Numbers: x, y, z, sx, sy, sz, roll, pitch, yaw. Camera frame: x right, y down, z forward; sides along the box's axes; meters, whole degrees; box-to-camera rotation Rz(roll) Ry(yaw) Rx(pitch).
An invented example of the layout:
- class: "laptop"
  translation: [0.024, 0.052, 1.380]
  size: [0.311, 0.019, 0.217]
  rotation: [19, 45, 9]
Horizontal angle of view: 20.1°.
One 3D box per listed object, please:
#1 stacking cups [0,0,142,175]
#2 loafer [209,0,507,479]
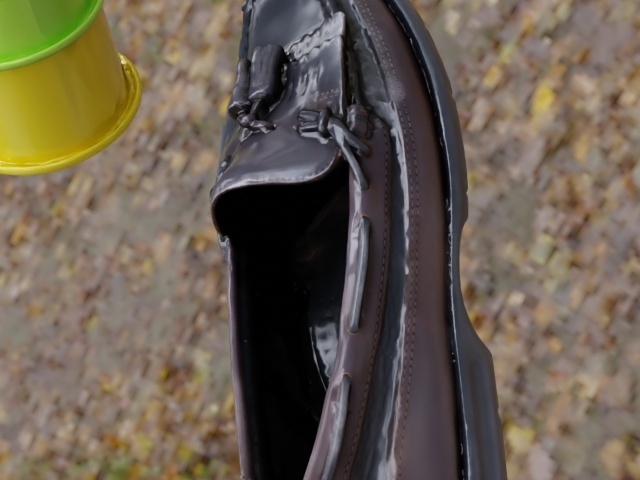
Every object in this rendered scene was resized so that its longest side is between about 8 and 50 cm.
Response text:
- class: "stacking cups"
  translation: [-0.155, -0.176, 0.772]
  size: [0.096, 0.316, 0.096]
  rotation: [-6, 42, 6]
- class: "loafer"
  translation: [0.000, 0.000, 0.734]
  size: [0.109, 0.095, 0.302]
  rotation: [-41, 50, 43]
